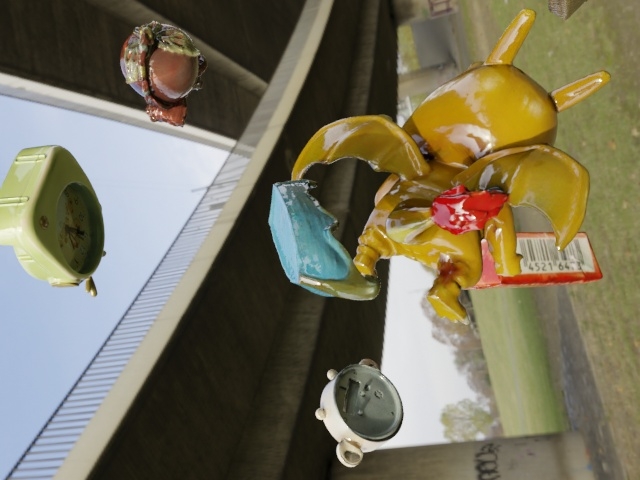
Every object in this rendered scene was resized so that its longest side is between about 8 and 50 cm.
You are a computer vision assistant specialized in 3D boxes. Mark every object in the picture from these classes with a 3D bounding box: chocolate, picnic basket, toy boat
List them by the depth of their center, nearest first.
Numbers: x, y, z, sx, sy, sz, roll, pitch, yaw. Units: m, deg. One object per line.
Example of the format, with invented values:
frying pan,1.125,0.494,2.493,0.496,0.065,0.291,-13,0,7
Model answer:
toy boat,0.000,0.000,0.608,0.185,0.077,0.075,-116,31,-56
chocolate,0.393,0.045,1.202,0.235,0.238,0.107,156,111,-72
picnic basket,0.532,-0.527,1.233,0.055,0.110,0.193,48,-160,9

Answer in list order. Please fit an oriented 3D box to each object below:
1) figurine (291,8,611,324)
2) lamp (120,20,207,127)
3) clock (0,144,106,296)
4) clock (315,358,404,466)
figurine,0.214,-0.093,0.831,0.387,0.401,0.268,-56,-49,-21
lamp,-0.317,-0.352,1.191,0.223,0.151,0.215,120,170,-59
clock,-0.517,-0.017,1.181,0.308,0.096,0.235,78,-171,-50
clock,0.078,0.309,1.103,0.156,0.063,0.229,32,-139,-8
